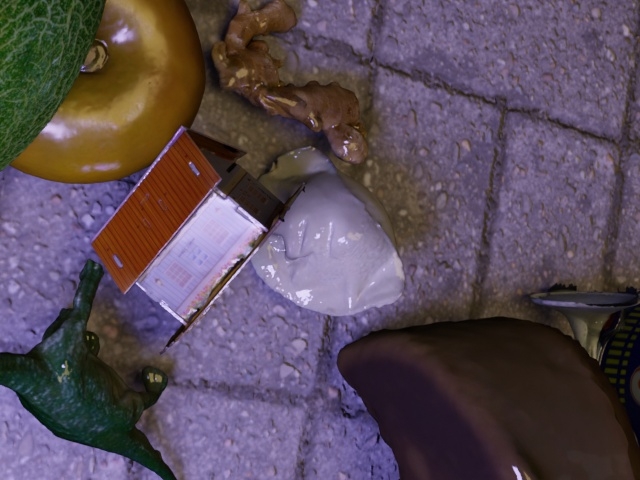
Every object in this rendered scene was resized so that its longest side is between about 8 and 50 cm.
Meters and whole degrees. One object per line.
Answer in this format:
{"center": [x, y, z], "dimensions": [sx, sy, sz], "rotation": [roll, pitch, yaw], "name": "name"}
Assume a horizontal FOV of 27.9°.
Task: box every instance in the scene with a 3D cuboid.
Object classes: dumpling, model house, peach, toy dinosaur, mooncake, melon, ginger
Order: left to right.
{"center": [-0.327, -0.121, 1.103], "dimensions": [0.196, 0.124, 0.323], "rotation": [7, 123, -49], "name": "melon"}
{"center": [-0.239, 0.167, 1.164], "dimensions": [0.447, 0.087, 0.301], "rotation": [61, 23, -27], "name": "toy dinosaur"}
{"center": [-0.234, -0.174, 1.236], "dimensions": [0.251, 0.153, 0.251], "rotation": [-1, 92, -15], "name": "peach"}
{"center": [-0.139, -0.004, 1.270], "dimensions": [0.136, 0.207, 0.219], "rotation": [41, 108, -5], "name": "model house"}
{"center": [-0.036, -0.168, 1.396], "dimensions": [0.176, 0.052, 0.193], "rotation": [-8, 76, -30], "name": "ginger"}
{"center": [0.000, 0.001, 1.387], "dimensions": [0.155, 0.181, 0.111], "rotation": [-31, 141, 7], "name": "dumpling"}
{"center": [0.183, 0.288, 1.430], "dimensions": [0.246, 0.393, 0.394], "rotation": [-10, 135, -29], "name": "mooncake"}

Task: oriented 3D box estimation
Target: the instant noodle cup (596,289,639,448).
{"center": [0.536, 0.190, 1.587], "dimensions": [0.284, 0.312, 0.284], "rotation": [1, 89, -31], "name": "instant noodle cup"}

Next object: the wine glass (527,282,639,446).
{"center": [0.321, 0.213, 1.564], "dimensions": [0.143, 0.143, 0.321], "rotation": [-4, 93, -31], "name": "wine glass"}
